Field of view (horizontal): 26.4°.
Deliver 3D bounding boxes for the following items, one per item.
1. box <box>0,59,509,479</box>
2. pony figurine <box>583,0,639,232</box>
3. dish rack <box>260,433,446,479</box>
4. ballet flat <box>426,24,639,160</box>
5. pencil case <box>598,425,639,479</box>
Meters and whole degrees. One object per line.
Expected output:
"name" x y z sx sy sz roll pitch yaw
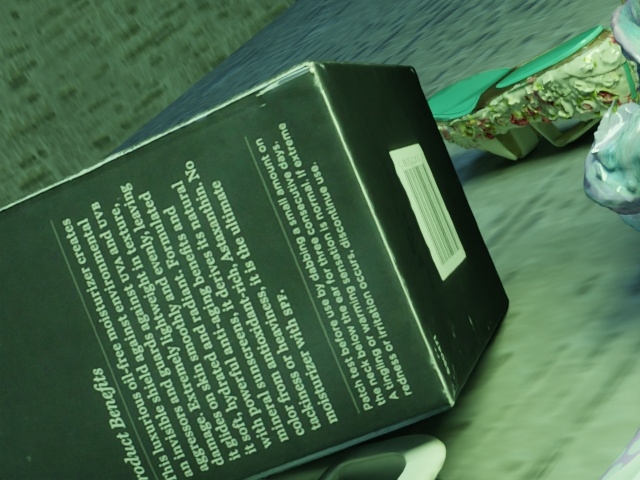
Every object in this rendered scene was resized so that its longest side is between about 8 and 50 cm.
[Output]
"box" -0.068 0.036 0.785 0.294 0.183 0.296 -22 1 15
"pony figurine" 0.213 -0.186 0.711 0.302 0.364 0.351 1 -5 -28
"dish rack" -0.101 0.213 0.647 0.332 0.072 0.285 -20 14 45
"ballet flat" 0.165 -0.105 1.105 0.091 0.077 0.241 -41 13 -26
"pencil case" 0.156 0.077 0.448 0.273 0.124 0.113 -43 16 -31
